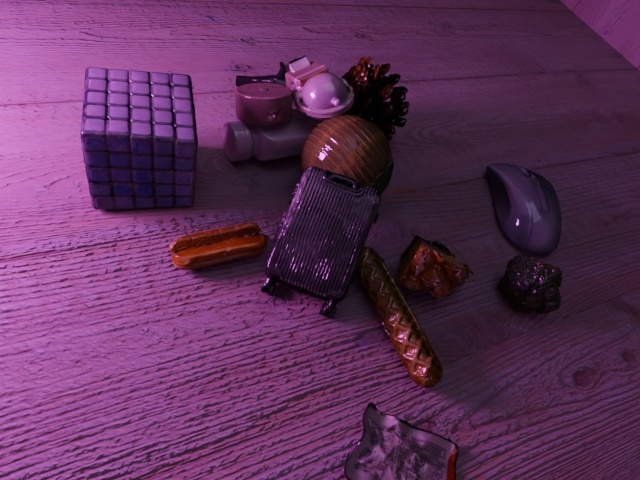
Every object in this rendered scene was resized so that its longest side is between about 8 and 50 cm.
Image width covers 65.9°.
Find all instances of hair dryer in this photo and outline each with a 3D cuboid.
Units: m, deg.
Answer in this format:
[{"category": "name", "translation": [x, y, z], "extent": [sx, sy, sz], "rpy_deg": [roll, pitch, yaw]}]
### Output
[{"category": "hair dryer", "translation": [-0.157, -0.529, 1.590], "extent": [0.196, 0.075, 0.219], "rpy_deg": [9, 40, 0]}]

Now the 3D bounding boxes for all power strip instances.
[{"category": "power strip", "translation": [-0.148, -0.361, 1.302], "extent": [0.154, 0.078, 0.154], "rpy_deg": [2, 31, -1]}]

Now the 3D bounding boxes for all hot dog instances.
[{"category": "hot dog", "translation": [-0.226, 0.014, 1.133], "extent": [0.236, 0.062, 0.092], "rpy_deg": [-10, 57, -22]}]

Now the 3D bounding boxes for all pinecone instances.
[{"category": "pinecone", "translation": [0.147, -0.406, 1.475], "extent": [0.264, 0.264, 0.264], "rpy_deg": [9, 51, -12]}]

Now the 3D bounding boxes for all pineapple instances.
[{"category": "pineapple", "translation": [0.271, 0.062, 1.221], "extent": [0.236, 0.114, 0.186], "rpy_deg": [16, 27, -47]}]

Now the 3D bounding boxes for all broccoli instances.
[{"category": "broccoli", "translation": [0.547, 0.119, 1.277], "extent": [0.162, 0.145, 0.138], "rpy_deg": [31, 15, 29]}]

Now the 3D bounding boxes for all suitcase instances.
[{"category": "suitcase", "translation": [0.000, 0.000, 1.113], "extent": [0.202, 0.128, 0.312], "rpy_deg": [21, 81, -1]}]

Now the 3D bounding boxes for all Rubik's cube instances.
[{"category": "Rubik's cube", "translation": [-0.417, -0.231, 1.145], "extent": [0.237, 0.237, 0.238], "rpy_deg": [-2, 54, -19]}]

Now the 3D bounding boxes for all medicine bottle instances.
[{"category": "medicine bottle", "translation": [-0.118, -0.296, 1.377], "extent": [0.296, 0.111, 0.161], "rpy_deg": [-17, 46, -31]}]

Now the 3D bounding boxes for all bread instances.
[{"category": "bread", "translation": [0.169, 0.166, 1.138], "extent": [0.077, 0.084, 0.367], "rpy_deg": [-24, 62, -7]}]

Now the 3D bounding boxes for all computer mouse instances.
[{"category": "computer mouse", "translation": [0.627, -0.127, 1.501], "extent": [0.188, 0.122, 0.371], "rpy_deg": [8, 48, -14]}]

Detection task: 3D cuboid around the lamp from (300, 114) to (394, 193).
[{"category": "lamp", "translation": [0.050, -0.183, 1.271], "extent": [0.284, 0.250, 0.250], "rpy_deg": [-41, 72, -9]}]

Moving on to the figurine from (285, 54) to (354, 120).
[{"category": "figurine", "translation": [-0.004, -0.395, 1.339], "extent": [0.163, 0.141, 0.237], "rpy_deg": [-29, 49, -17]}]

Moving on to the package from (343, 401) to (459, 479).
[{"category": "package", "translation": [0.160, 0.431, 0.962], "extent": [0.232, 0.040, 0.166], "rpy_deg": [27, 53, -7]}]
